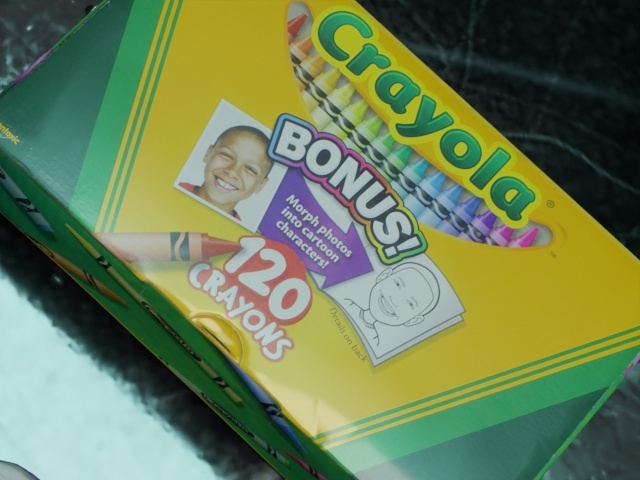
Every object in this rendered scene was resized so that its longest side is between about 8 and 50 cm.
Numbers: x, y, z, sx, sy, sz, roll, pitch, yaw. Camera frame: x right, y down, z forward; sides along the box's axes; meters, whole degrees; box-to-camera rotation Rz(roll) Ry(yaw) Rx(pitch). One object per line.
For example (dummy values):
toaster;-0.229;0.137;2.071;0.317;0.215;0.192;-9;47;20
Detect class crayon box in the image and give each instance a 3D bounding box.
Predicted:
crayon box;0.000;0.000;0.817;0.278;0.081;0.165;42;69;3

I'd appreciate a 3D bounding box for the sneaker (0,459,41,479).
sneaker;-0.112;0.234;0.697;0.152;0.114;0.305;-14;76;-18
